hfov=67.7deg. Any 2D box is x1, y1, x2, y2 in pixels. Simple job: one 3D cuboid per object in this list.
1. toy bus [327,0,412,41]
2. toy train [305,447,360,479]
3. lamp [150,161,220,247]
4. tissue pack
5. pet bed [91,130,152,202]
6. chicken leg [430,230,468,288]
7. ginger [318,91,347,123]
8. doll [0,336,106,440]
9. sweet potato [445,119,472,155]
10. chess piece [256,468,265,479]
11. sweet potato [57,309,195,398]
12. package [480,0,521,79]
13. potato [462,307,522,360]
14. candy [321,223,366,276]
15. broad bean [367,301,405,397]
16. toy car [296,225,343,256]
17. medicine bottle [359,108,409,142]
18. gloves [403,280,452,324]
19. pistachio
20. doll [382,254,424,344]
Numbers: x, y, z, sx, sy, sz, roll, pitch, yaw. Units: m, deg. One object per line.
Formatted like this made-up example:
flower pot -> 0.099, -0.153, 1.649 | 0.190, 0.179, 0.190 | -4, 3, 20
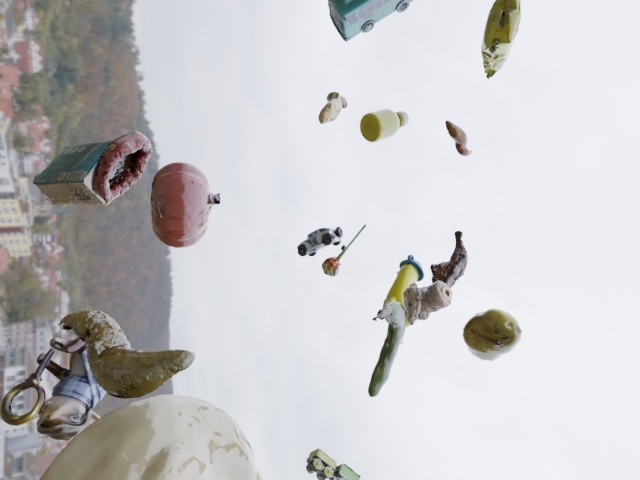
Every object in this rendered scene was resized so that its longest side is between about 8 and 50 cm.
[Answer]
toy bus -> 0.091, -0.451, 0.875 | 0.079, 0.160, 0.092 | 64, 8, 16
toy train -> 0.041, 0.728, 1.493 | 0.060, 0.202, 0.081 | -43, -169, 36
lamp -> -0.282, -0.073, 0.994 | 0.182, 0.140, 0.182 | -176, -90, -74
tissue pack -> -0.753, -0.210, 1.535 | 0.271, 0.192, 0.134 | 3, -38, 30
pet bed -> -0.489, -0.184, 1.178 | 0.201, 0.053, 0.201 | -54, -176, 6
chicken leg -> 0.380, 0.066, 1.380 | 0.093, 0.205, 0.053 | 36, -25, 13
ginger -> 0.041, -0.431, 1.549 | 0.288, 0.075, 0.089 | -71, 180, -64
doll -> -0.787, 0.452, 1.517 | 0.209, 0.318, 0.339 | 123, -18, -68
sweet potato -> 0.543, -0.400, 1.869 | 0.055, 0.202, 0.058 | -50, -143, -10
chess piece -> -0.310, 0.704, 1.447 | 0.167, 0.300, 0.167 | -60, 174, -11
sweet potato -> -0.364, 0.215, 0.867 | 0.310, 0.098, 0.124 | 15, -82, 29
package -> 0.506, -0.585, 1.338 | 0.168, 0.090, 0.226 | 19, 87, -73
potato -> 0.595, 0.335, 1.694 | 0.173, 0.140, 0.300 | 35, -23, 11
candy -> 0.111, 0.043, 2.085 | 0.084, 0.078, 0.287 | 45, -75, 19
broad bean -> 0.164, 0.256, 1.190 | 0.049, 0.144, 0.291 | 24, -50, 31
toy car -> 0.000, 0.000, 1.621 | 0.171, 0.080, 0.070 | -25, -103, 25
medicine bottle -> 0.275, -0.488, 1.988 | 0.122, 0.213, 0.121 | 29, -50, 41
gloves -> 0.283, 0.159, 1.292 | 0.144, 0.094, 0.110 | -40, -152, 25
pistachio -> -0.296, 0.470, 0.850 | 0.281, 0.445, 0.365 | -36, -99, 30
doll -> 0.329, 0.233, 1.904 | 0.145, 0.199, 0.362 | 7, -98, 35
